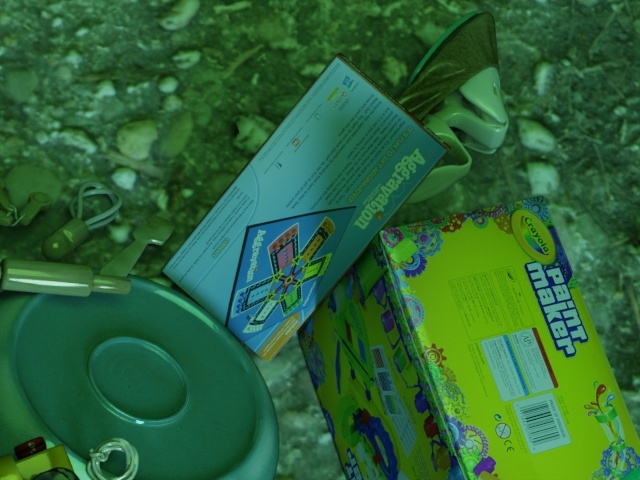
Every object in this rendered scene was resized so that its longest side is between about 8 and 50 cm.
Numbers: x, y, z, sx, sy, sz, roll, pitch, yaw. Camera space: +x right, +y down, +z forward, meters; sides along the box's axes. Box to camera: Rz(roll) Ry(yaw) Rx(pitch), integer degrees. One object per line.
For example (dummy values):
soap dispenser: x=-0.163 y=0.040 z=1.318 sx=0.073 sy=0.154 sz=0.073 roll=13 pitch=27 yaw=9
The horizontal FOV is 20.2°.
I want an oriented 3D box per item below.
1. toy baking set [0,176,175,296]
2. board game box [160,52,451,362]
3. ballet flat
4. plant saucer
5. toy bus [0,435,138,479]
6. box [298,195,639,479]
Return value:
toy baking set: x=-0.254 y=-0.009 z=1.719 sx=0.256 sy=0.030 sz=0.197 roll=8 pitch=32 yaw=-18
board game box: x=-0.016 y=-0.030 z=1.759 sx=0.145 sy=0.027 sz=0.281 roll=41 pitch=103 yaw=4
ballet flat: x=0.117 y=-0.116 z=1.870 sx=0.124 sy=0.116 sz=0.342 roll=33 pitch=50 yaw=20
plant saucer: x=-0.174 y=0.139 z=1.658 sx=0.317 sy=0.044 sz=0.317 roll=20 pitch=40 yaw=-18
toy bus: x=-0.261 y=0.226 z=1.469 sx=0.191 sy=0.104 sz=0.202 roll=24 pitch=76 yaw=-9
box: x=0.134 y=0.155 z=1.684 sx=0.177 sy=0.279 sz=0.290 roll=-12 pitch=72 yaw=-22
